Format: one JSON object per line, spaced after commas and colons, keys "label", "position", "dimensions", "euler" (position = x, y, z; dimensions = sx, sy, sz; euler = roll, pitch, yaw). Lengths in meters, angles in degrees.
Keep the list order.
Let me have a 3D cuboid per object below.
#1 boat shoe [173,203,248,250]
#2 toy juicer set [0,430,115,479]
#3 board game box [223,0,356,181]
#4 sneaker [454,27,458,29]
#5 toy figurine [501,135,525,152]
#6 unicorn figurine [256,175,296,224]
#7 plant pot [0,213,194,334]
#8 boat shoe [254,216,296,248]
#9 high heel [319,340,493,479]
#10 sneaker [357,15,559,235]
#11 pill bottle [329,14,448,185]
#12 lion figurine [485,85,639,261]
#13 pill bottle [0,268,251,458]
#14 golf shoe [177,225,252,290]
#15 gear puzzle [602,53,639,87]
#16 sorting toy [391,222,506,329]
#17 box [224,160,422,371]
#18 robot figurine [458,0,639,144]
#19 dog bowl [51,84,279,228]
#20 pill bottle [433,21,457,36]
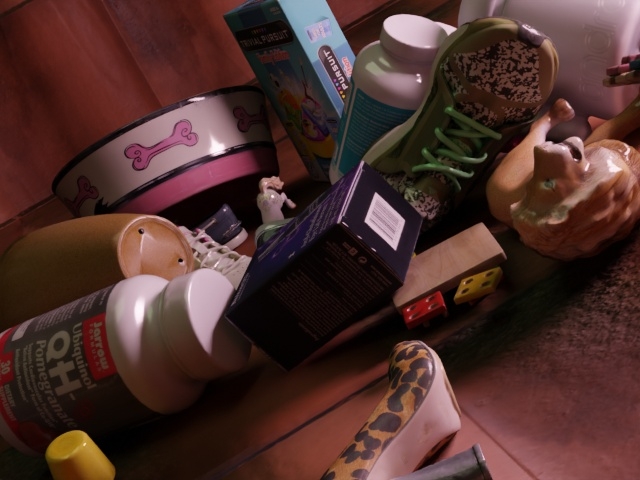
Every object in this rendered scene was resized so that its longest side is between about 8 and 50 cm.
{"label": "boat shoe", "position": [-0.247, 0.011, 2.274], "dimensions": [0.254, 0.079, 0.095], "euler": [-21, 17, 28]}
{"label": "toy juicer set", "position": [-0.390, 0.340, 1.471], "dimensions": [0.329, 0.089, 0.209], "euler": [-18, 29, 8]}
{"label": "board game box", "position": [-0.012, -0.257, 2.227], "dimensions": [0.079, 0.336, 0.254], "euler": [-35, 15, -19]}
{"label": "sneaker", "position": [0.305, -0.281, 2.127], "dimensions": [0.202, 0.185, 0.483], "euler": [-17, 7, -39]}
{"label": "toy figurine", "position": [0.276, -0.190, 1.897], "dimensions": [0.173, 0.130, 0.159], "euler": [-57, 30, 10]}
{"label": "unicorn figurine", "position": [-0.063, -0.022, 2.026], "dimensions": [0.060, 0.162, 0.111], "euler": [-31, -13, 12]}
{"label": "plant pot", "position": [-0.292, 0.059, 1.824], "dimensions": [0.254, 0.237, 0.237], "euler": [-26, 13, 48]}
{"label": "boat shoe", "position": [0.000, 0.000, 1.917], "dimensions": [0.183, 0.065, 0.083], "euler": [-18, 42, -2]}
{"label": "high heel", "position": [0.035, 0.177, 1.178], "dimensions": [0.186, 0.093, 0.261], "euler": [-22, 24, 1]}
{"label": "sneaker", "position": [0.166, -0.105, 1.682], "dimensions": [0.410, 0.158, 0.182], "euler": [-55, 15, 46]}
{"label": "pill bottle", "position": [0.105, -0.180, 1.873], "dimensions": [0.146, 0.264, 0.146], "euler": [9, 37, -7]}
{"label": "lion figurine", "position": [0.275, -0.062, 1.517], "dimensions": [0.240, 0.142, 0.392], "euler": [-40, 3, -11]}
{"label": "pill bottle", "position": [-0.248, 0.146, 1.648], "dimensions": [0.318, 0.176, 0.176], "euler": [-22, 16, 26]}
{"label": "golf shoe", "position": [-0.160, 0.047, 1.889], "dimensions": [0.115, 0.140, 0.306], "euler": [-37, 18, -33]}
{"label": "gear puzzle", "position": [0.497, -0.213, 1.485], "dimensions": [0.339, 0.044, 0.175], "euler": [-6, 3, -6]}
{"label": "sorting toy", "position": [0.146, 0.046, 1.504], "dimensions": [0.132, 0.046, 0.274], "euler": [-28, 14, 4]}
{"label": "box", "position": [0.005, 0.031, 1.571], "dimensions": [0.207, 0.108, 0.153], "euler": [-39, 16, 29]}
{"label": "robot figurine", "position": [0.330, -0.275, 1.753], "dimensions": [0.353, 0.300, 0.200], "euler": [19, 3, 30]}
{"label": "dog bowl", "position": [-0.252, -0.110, 2.335], "dimensions": [0.408, 0.150, 0.408], "euler": [-25, -6, -3]}
{"label": "pill bottle", "position": [0.172, -0.213, 2.016], "dimensions": [0.117, 0.117, 0.208], "euler": [-74, 9, -69]}
